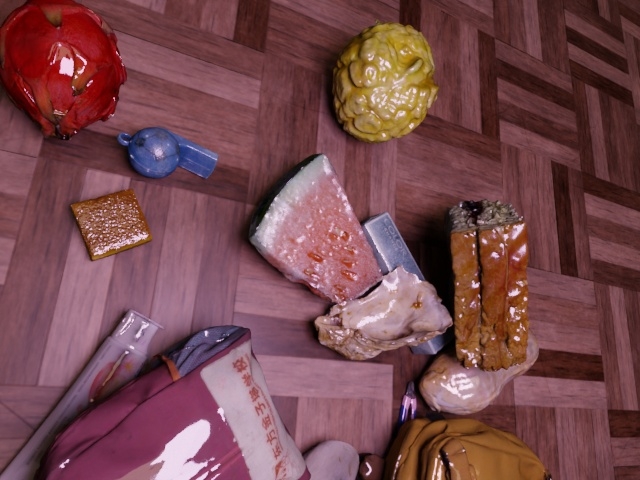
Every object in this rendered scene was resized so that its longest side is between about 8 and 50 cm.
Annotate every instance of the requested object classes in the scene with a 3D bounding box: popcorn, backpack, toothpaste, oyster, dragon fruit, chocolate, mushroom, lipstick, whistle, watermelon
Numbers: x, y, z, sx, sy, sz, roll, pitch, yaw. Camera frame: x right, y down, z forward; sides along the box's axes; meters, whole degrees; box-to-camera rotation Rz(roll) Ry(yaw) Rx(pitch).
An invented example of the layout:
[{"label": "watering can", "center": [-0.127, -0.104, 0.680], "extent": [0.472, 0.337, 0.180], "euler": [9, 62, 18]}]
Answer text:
[{"label": "popcorn", "center": [0.124, -0.324, 0.927], "extent": [0.206, 0.251, 0.236], "euler": [1, 111, -4]}, {"label": "backpack", "center": [0.229, 0.494, 0.753], "extent": [0.354, 0.201, 0.378], "euler": [30, 63, -19]}, {"label": "toothpaste", "center": [-0.331, 0.248, 0.611], "extent": [0.100, 0.066, 0.323], "euler": [36, 68, -17]}, {"label": "oyster", "center": [0.108, 0.148, 0.808], "extent": [0.233, 0.161, 0.107], "euler": [-15, 125, 0]}, {"label": "dragon fruit", "center": [-0.375, -0.257, 0.656], "extent": [0.172, 0.172, 0.209], "euler": [2, 68, -27]}, {"label": "chocolate", "center": [0.330, 0.254, 0.909], "extent": [0.309, 0.134, 0.134], "euler": [-17, 85, -30]}, {"label": "mushroom", "center": [-0.014, 0.422, 0.696], "extent": [0.116, 0.093, 0.225], "euler": [61, 40, -18]}, {"label": "backpack", "center": [-0.191, 0.294, 0.585], "extent": [0.317, 0.197, 0.283], "euler": [-27, 92, -40]}, {"label": "lipstick", "center": [0.161, 0.084, 0.895], "extent": [0.077, 0.076, 0.289], "euler": [-28, 91, -29]}, {"label": "whistle", "center": [-0.254, -0.135, 0.735], "extent": [0.158, 0.090, 0.090], "euler": [25, 67, -21]}, {"label": "watermelon", "center": [0.000, 0.000, 0.802], "extent": [0.193, 0.140, 0.256], "euler": [-44, 104, -9]}]

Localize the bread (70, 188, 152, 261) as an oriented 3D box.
[{"label": "bread", "center": [-0.324, -0.024, 0.697], "extent": [0.094, 0.035, 0.090], "euler": [-23, 89, -30]}]

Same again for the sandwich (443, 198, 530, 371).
[{"label": "sandwich", "center": [0.312, 0.058, 0.873], "extent": [0.325, 0.131, 0.262], "euler": [-46, 130, -69]}]

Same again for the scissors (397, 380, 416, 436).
[{"label": "scissors", "center": [0.172, 0.333, 0.873], "extent": [0.039, 0.012, 0.113], "euler": [20, 68, -22]}]
